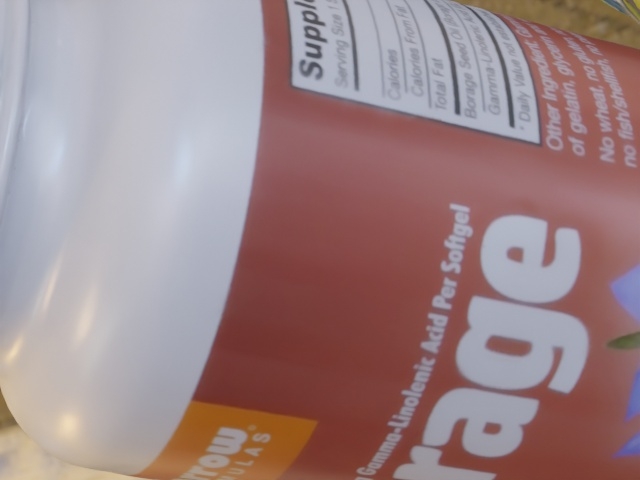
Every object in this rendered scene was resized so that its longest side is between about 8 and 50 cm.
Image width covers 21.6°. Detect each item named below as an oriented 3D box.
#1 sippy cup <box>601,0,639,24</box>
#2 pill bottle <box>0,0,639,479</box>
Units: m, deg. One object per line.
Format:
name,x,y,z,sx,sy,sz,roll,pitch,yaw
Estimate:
sippy cup,0.208,-0.135,0.635,0.305,0.224,0.240,34,113,-33
pill bottle,0.000,0.000,0.385,0.216,0.121,0.121,11,150,-19
